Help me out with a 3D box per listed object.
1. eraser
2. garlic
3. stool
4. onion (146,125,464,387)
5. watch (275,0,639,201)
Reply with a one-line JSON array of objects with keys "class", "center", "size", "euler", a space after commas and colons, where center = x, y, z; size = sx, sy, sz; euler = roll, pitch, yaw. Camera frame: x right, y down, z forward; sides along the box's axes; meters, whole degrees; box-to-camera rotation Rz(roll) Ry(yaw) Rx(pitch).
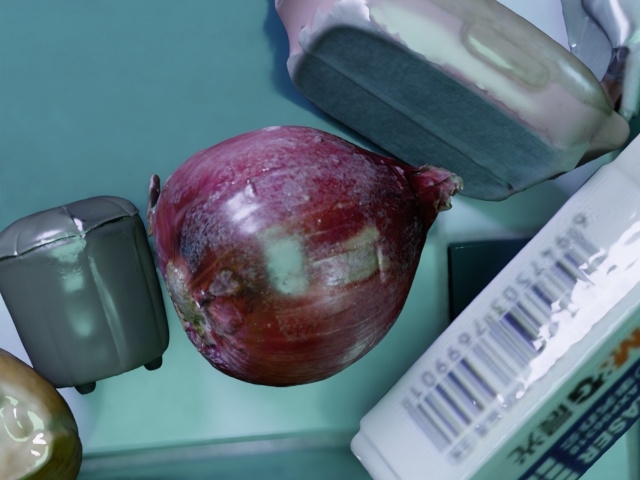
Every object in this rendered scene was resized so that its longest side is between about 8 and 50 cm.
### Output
[{"class": "eraser", "center": [0.156, 0.059, 0.657], "size": [0.279, 0.081, 0.124], "euler": [-47, 141, 6]}, {"class": "garlic", "center": [-0.234, 0.155, 0.615], "size": [0.145, 0.164, 0.245], "euler": [36, 104, -15]}, {"class": "stool", "center": [-0.143, 0.032, 0.662], "size": [0.096, 0.096, 0.110], "euler": [-19, 98, -8]}, {"class": "onion", "center": [0.000, 0.000, 0.655], "size": [0.195, 0.159, 0.159], "euler": [-21, 93, -21]}, {"class": "watch", "center": [0.096, -0.180, 0.682], "size": [0.253, 0.162, 0.241], "euler": [31, 73, -10]}]
